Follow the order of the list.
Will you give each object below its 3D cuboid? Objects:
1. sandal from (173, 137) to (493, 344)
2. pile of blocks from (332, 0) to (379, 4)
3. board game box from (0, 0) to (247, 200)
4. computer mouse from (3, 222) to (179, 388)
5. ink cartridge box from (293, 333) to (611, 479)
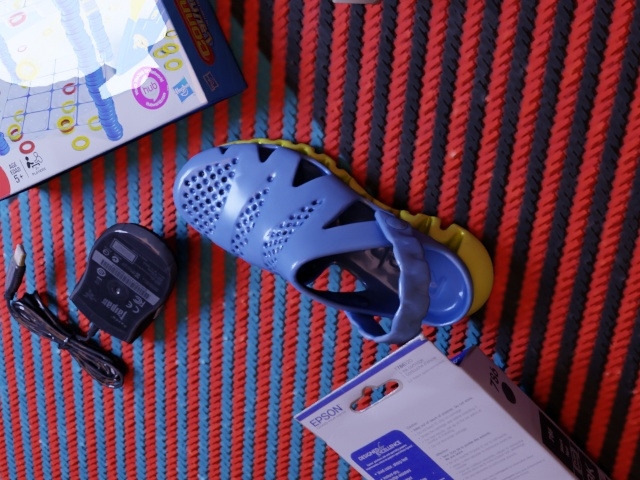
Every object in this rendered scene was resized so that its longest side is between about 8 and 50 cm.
[{"bbox_3d":[0.000,0.000,0.667,0.318,0.138,0.126,21,117,13],"label":"sandal"},{"bbox_3d":[0.080,-0.361,0.536,0.113,0.149,0.362,-5,126,-24],"label":"pile of blocks"},{"bbox_3d":[-0.273,-0.224,0.707,0.308,0.086,0.301,-19,102,25],"label":"board game box"},{"bbox_3d":[-0.257,0.041,0.819,0.184,0.060,0.262,35,129,0],"label":"computer mouse"},{"bbox_3d":[0.148,0.216,0.699,0.165,0.065,0.333,-37,108,28],"label":"ink cartridge box"}]
